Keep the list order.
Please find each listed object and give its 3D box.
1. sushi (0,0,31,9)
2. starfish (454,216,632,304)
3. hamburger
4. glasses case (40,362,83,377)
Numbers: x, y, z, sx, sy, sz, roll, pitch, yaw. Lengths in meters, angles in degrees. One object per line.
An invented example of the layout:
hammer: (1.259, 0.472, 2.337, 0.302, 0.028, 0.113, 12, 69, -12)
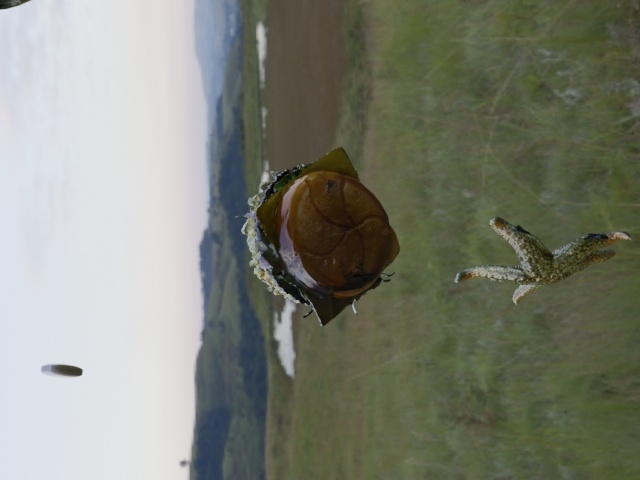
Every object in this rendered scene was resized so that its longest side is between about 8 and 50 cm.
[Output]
sushi: (-0.294, -0.284, 0.440, 0.351, 0.396, 0.240, 48, 162, -22)
starfish: (0.271, 0.034, 0.916, 0.176, 0.208, 0.053, 90, 180, -60)
hamburger: (0.000, 0.000, 1.130, 0.261, 0.243, 0.139, 57, 146, -6)
glasses case: (-0.407, 0.205, 1.161, 0.083, 0.032, 0.021, 40, -135, -68)
